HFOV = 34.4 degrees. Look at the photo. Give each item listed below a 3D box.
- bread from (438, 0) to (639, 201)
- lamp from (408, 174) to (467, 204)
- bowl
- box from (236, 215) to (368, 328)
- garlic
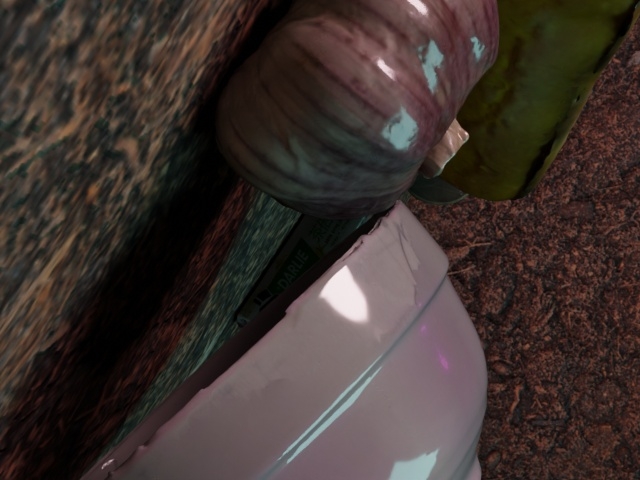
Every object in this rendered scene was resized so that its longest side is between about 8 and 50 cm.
[{"bbox_3d":[0.170,-0.227,0.739,0.328,0.148,0.337,-60,174,-25],"label":"bread"},{"bbox_3d":[0.118,-0.106,1.049,0.121,0.121,0.214,-61,-176,19],"label":"lamp"},{"bbox_3d":[-0.017,0.123,0.563,0.287,0.144,0.287,-43,180,0],"label":"bowl"},{"bbox_3d":[0.000,0.000,0.912,0.207,0.050,0.041,-57,171,-19],"label":"box"},{"bbox_3d":[0.025,-0.073,0.481,0.147,0.102,0.159,-57,177,31],"label":"garlic"}]
